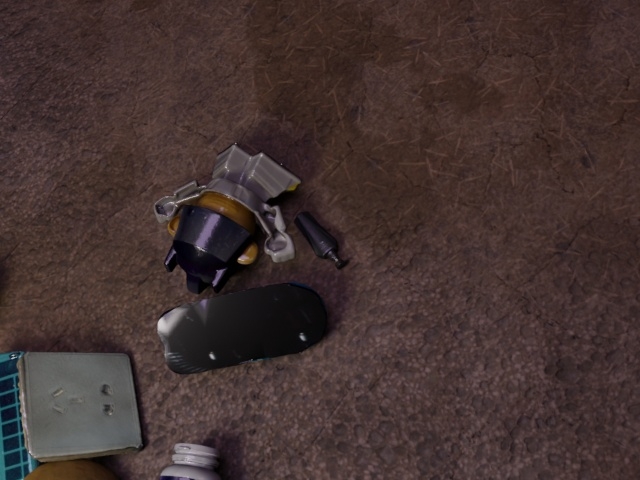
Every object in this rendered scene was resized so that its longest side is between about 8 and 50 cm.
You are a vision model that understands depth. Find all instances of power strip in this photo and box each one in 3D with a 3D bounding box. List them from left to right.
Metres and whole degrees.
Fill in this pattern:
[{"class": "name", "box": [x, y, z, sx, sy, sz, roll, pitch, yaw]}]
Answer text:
[{"class": "power strip", "box": [-0.433, 0.299, 1.500, 0.213, 0.064, 0.198, 5, 57, -33]}]

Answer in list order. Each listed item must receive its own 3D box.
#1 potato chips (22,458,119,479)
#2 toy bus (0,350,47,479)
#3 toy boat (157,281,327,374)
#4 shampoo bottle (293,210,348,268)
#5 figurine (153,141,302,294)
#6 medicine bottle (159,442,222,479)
[{"class": "potato chips", "box": [-0.408, 0.457, 1.397, 0.208, 0.062, 0.195, 42, 53, -4]}, {"class": "toy bus", "box": [-0.550, 0.329, 1.518, 0.147, 0.128, 0.255, -16, 66, 4]}, {"class": "toy boat", "box": [-0.137, 0.148, 1.520, 0.299, 0.092, 0.134, -11, 98, 0]}, {"class": "shampoo bottle", "box": [0.000, 0.000, 1.587, 0.048, 0.027, 0.137, -38, 63, -3]}, {"class": "figurine", "box": [-0.182, -0.041, 1.588, 0.309, 0.143, 0.308, -17, 47, 19]}, {"class": "medicine bottle", "box": [-0.222, 0.440, 1.395, 0.107, 0.107, 0.191, 3, 67, 15]}]
